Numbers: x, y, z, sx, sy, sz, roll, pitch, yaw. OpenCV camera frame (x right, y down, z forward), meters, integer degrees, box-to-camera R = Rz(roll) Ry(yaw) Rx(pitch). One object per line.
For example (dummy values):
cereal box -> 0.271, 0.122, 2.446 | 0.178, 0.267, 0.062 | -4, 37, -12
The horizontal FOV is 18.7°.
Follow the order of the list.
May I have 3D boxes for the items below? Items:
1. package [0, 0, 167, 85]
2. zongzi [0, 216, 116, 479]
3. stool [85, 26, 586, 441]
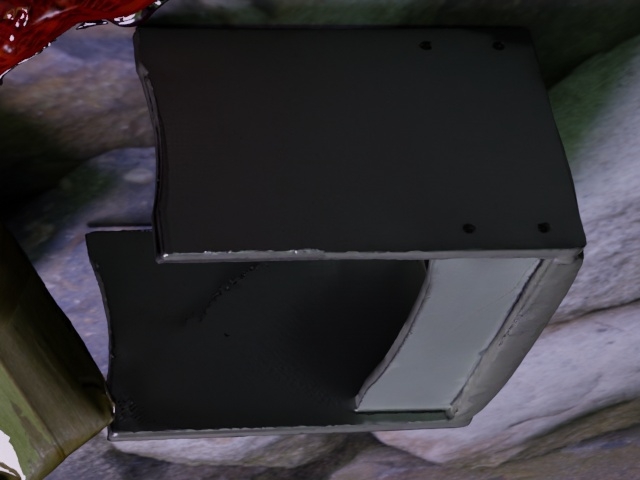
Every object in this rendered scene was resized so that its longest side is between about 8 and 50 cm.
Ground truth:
package -> -0.165, -0.135, 1.069 | 0.269, 0.071, 0.194 | -24, 170, 23
zongzi -> -0.270, 0.018, 1.280 | 0.125, 0.274, 0.251 | -36, 118, -13
stool -> 0.000, 0.000, 1.257 | 0.270, 0.170, 0.243 | -1, 148, -16
